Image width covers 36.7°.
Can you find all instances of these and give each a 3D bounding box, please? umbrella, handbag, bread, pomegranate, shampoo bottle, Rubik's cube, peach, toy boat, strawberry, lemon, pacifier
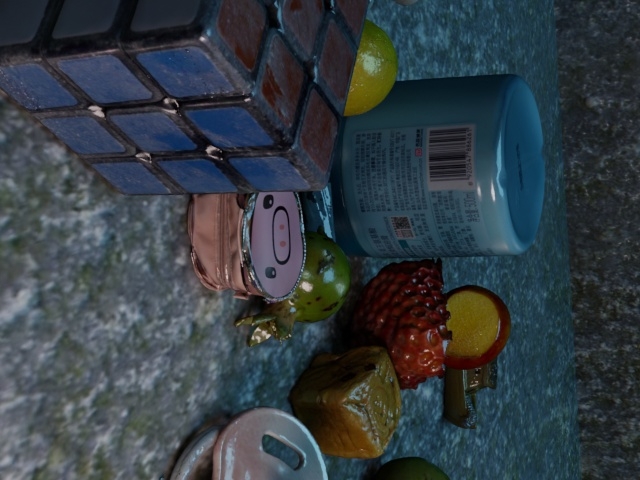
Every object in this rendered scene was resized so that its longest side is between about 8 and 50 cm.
[{"bbox_3d":[0.000,0.000,1.672,0.053,0.052,0.250,-10,98,-64],"label":"umbrella"},{"bbox_3d":[-0.104,-0.015,1.392,0.179,0.116,0.205,-3,94,-62],"label":"handbag"},{"bbox_3d":[0.048,0.279,1.669,0.149,0.143,0.158,-59,136,-46],"label":"bread"},{"bbox_3d":[-0.047,0.072,1.507,0.220,0.156,0.156,-33,124,-24],"label":"pomegranate"},{"bbox_3d":[0.210,-0.132,1.775,0.331,0.342,0.331,1,89,-63],"label":"shampoo bottle"},{"bbox_3d":[0.182,0.513,1.916,0.210,0.179,0.179,-39,127,-82],"label":"pomegranate"},{"bbox_3d":[-0.151,-0.248,1.101,0.305,0.301,0.304,51,46,-53],"label":"Rubik's cube"},{"bbox_3d":[0.338,0.199,2.211,0.192,0.190,0.190,-31,117,-56],"label":"peach"},{"bbox_3d":[0.370,0.297,2.340,0.089,0.121,0.321,28,65,-55],"label":"toy boat"},{"bbox_3d":[0.132,0.172,1.778,0.280,0.150,0.253,-90,-164,-55],"label":"strawberry"},{"bbox_3d":[0.041,-0.295,1.627,0.206,0.173,0.174,13,78,-65],"label":"lemon"},{"bbox_3d":[-0.070,0.393,1.353,0.220,0.273,0.332,80,24,-55],"label":"pacifier"}]

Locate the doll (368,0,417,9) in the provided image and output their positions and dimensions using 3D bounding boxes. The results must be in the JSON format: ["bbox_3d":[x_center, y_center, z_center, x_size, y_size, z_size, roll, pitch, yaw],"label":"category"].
[{"bbox_3d":[0.085,-0.602,1.748,0.376,0.187,0.366,-36,133,-72],"label":"doll"}]
